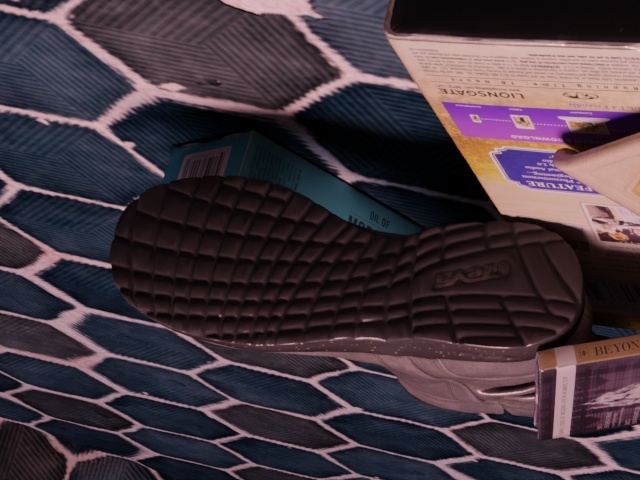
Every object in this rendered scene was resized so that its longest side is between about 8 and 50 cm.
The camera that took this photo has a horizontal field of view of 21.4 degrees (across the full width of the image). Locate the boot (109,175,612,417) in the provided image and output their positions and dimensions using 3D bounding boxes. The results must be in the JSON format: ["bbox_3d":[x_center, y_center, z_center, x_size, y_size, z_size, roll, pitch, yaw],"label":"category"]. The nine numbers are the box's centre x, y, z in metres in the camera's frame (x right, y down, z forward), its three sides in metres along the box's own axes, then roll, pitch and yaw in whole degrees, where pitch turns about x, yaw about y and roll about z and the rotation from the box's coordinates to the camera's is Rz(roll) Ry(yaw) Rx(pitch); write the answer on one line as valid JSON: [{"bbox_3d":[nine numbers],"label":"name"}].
[{"bbox_3d":[0.036,0.061,1.177,0.338,0.118,0.223,12,163,20],"label":"boot"}]

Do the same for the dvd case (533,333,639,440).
[{"bbox_3d":[0.248,0.084,1.096,0.221,0.018,0.164,-10,158,3],"label":"dvd case"}]

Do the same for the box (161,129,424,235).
[{"bbox_3d":[0.000,0.000,1.286,0.244,0.060,0.100,29,157,-35],"label":"box"}]

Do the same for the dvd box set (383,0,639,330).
[{"bbox_3d":[0.249,-0.036,0.997,0.308,0.062,0.420,5,159,26],"label":"dvd box set"}]

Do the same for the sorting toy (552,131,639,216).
[{"bbox_3d":[0.255,-0.017,0.894,0.193,0.038,0.208,26,157,-31],"label":"sorting toy"}]
